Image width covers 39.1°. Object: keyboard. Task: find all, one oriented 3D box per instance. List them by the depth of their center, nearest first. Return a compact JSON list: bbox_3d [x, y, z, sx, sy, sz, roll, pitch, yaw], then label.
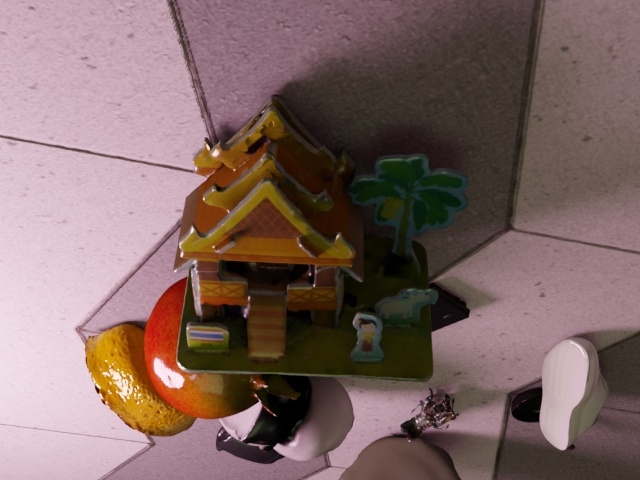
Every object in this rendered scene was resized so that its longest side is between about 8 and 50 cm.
[{"bbox_3d":[0.095,0.148,1.483,0.317,0.027,0.106,-28,132,37],"label":"keyboard"}]

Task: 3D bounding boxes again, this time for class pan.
[{"bbox_3d":[0.442,0.338,1.724,0.114,0.040,0.212,-19,133,28],"label":"pan"}]

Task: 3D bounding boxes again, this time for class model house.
[{"bbox_3d":[0.000,0.000,1.091,0.357,0.243,0.313,5,143,0],"label":"model house"}]

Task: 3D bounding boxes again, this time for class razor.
[{"bbox_3d":[-0.144,0.426,1.889,0.148,0.054,0.090,25,137,-30],"label":"razor"}]

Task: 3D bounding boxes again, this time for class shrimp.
[{"bbox_3d":[0.212,0.325,1.723,0.082,0.076,0.174,49,145,5],"label":"shrimp"}]

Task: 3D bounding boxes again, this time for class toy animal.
[{"bbox_3d":[-0.054,0.294,1.579,0.235,0.165,0.187,30,177,-34],"label":"toy animal"}]

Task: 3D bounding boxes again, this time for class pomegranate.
[{"bbox_3d":[-0.136,0.157,1.327,0.256,0.221,0.221,27,153,22],"label":"pomegranate"}]

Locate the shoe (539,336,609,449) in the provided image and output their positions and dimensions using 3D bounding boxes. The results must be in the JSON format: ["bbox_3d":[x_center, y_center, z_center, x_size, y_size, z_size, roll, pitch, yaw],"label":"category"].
[{"bbox_3d":[0.450,0.249,1.568,0.110,0.095,0.265,-24,137,-26],"label":"shoe"}]

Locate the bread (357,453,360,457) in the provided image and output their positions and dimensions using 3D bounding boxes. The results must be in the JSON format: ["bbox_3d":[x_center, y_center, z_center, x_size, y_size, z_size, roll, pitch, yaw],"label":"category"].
[{"bbox_3d":[0.112,0.526,1.983,0.035,0.095,0.090,-13,141,21],"label":"bread"}]

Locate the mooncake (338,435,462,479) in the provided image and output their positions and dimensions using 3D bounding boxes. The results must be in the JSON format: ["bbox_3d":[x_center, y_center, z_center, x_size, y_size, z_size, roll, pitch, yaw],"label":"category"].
[{"bbox_3d":[0.170,0.533,1.848,0.274,0.275,0.135,-1,162,6],"label":"mooncake"}]

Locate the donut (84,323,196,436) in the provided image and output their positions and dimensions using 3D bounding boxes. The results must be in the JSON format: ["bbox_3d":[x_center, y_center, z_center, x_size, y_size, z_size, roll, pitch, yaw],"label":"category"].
[{"bbox_3d":[-0.278,0.255,1.557,0.101,0.152,0.259,-32,135,31],"label":"donut"}]
